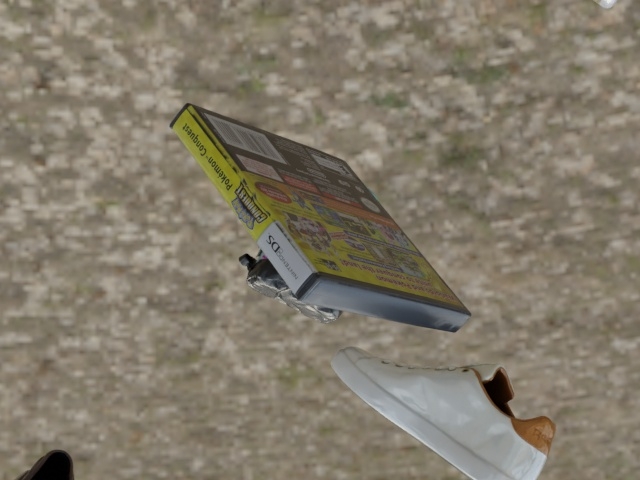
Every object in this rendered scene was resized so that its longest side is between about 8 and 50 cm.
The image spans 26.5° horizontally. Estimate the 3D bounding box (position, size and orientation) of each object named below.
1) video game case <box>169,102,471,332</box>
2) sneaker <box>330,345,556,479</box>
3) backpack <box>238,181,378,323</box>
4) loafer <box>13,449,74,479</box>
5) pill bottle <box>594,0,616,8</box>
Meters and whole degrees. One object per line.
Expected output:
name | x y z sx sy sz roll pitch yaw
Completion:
video game case | 0.004 -0.018 1.358 0.035 0.248 0.275 -49 147 18
sneaker | 0.142 0.174 1.518 0.290 0.123 0.106 31 177 36
backpack | 0.000 0.000 1.762 0.152 0.182 0.115 30 162 -25
loafer | -0.352 0.340 1.658 0.109 0.095 0.302 33 -173 -13
pill bottle | 0.264 -0.342 1.438 0.187 0.112 0.112 37 149 4
